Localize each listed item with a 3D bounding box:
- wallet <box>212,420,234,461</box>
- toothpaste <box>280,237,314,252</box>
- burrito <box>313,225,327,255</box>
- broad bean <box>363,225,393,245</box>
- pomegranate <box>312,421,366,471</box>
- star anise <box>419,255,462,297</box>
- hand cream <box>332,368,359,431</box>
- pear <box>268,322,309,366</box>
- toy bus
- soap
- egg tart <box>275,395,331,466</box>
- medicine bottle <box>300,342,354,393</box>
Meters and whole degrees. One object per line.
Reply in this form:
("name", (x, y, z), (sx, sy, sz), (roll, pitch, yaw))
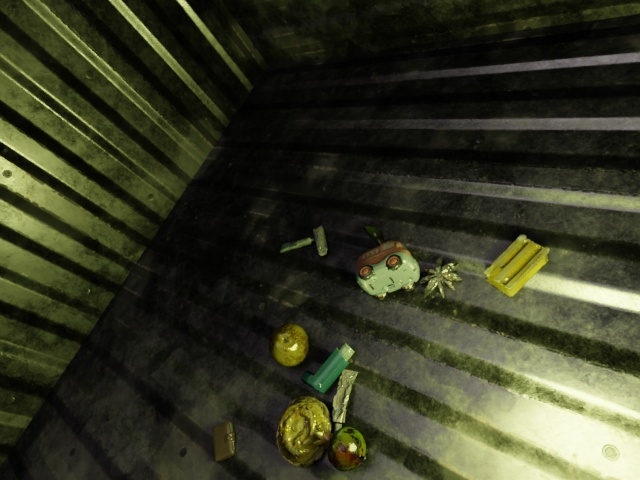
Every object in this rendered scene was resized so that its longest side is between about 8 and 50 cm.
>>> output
("wallet", (-0.450, 0.933, 1.938), (0.117, 0.038, 0.153), (-28, 51, 18))
("toothpaste", (-0.132, 0.021, 2.368), (0.233, 0.038, 0.060), (-15, 48, 29))
("burrito", (-0.001, 0.000, 2.276), (0.064, 0.064, 0.203), (-27, 47, 16))
("broad bean", (0.284, -0.025, 2.104), (0.070, 0.048, 0.213), (-49, 46, -4))
("pomegranate", (0.071, 0.782, 1.593), (0.219, 0.156, 0.156), (21, 71, 16))
("star anise", (0.515, 0.154, 1.810), (0.204, 0.061, 0.181), (-30, 47, 14))
("hand cream", (0.094, 0.667, 1.750), (0.083, 0.050, 0.257), (-6, 54, 35))
("pear", (-0.154, 0.485, 1.950), (0.197, 0.197, 0.198), (-18, 51, 23))
("toy bus", (0.301, 0.120, 1.909), (0.287, 0.194, 0.232), (-24, 36, 19))
("soap", (0.781, 0.099, 1.658), (0.233, 0.076, 0.135), (-45, 45, -2))
("egg tart", (-0.082, 0.790, 1.749), (0.278, 0.095, 0.279), (-18, 49, 23))
("medicine bottle", (0.036, 0.560, 1.839), (0.258, 0.079, 0.124), (-47, 43, -4))
